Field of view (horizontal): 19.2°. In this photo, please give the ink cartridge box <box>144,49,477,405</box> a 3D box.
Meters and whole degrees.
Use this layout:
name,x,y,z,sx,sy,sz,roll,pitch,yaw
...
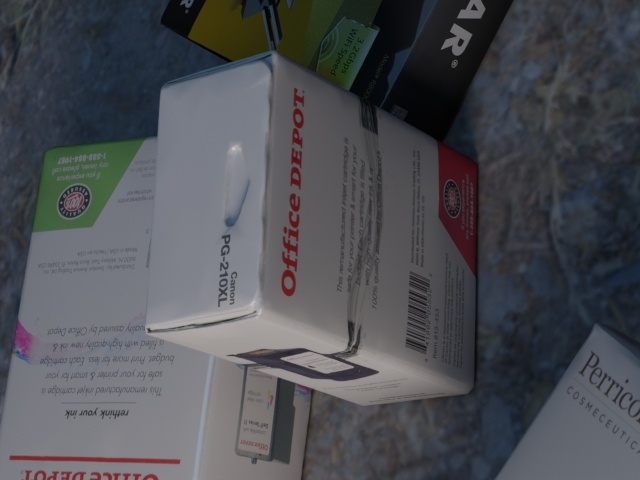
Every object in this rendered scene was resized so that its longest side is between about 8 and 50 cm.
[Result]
name,x,y,z,sx,sy,sz,roll,pitch,yaw
ink cartridge box,0.000,0.000,1.242,0.100,0.237,0.172,-11,69,35

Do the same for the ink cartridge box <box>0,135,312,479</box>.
name,x,y,z,sx,sy,sz,roll,pitch,yaw
ink cartridge box,-0.118,0.108,1.377,0.207,0.119,0.353,-3,72,37

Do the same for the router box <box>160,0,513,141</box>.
name,x,y,z,sx,sy,sz,roll,pitch,yaw
router box,0.046,-0.245,1.391,0.243,0.081,0.309,30,94,40

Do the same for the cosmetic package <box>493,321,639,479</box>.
name,x,y,z,sx,sy,sz,roll,pitch,yaw
cosmetic package,0.155,0.269,1.062,0.385,0.156,0.217,-60,35,7
